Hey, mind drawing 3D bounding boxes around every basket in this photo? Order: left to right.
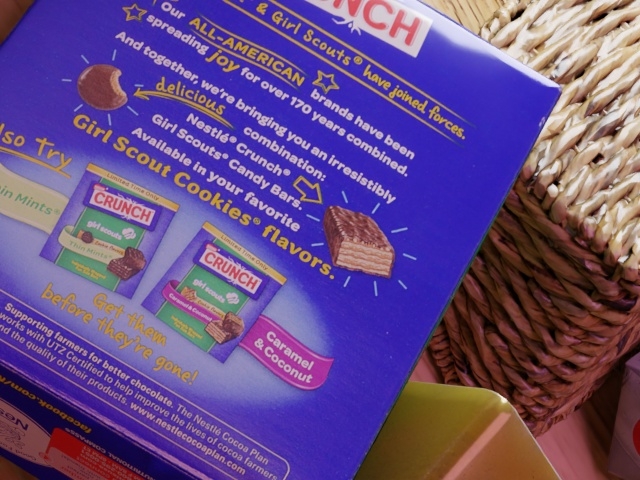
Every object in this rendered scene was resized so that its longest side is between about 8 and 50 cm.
[{"bbox_3d":[0.171,-0.039,1.327,0.213,0.223,0.299,44,49,14],"label":"basket"}]

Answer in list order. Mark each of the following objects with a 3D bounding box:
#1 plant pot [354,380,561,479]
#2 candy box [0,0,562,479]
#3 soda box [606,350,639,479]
[{"bbox_3d":[0.033,0.217,1.098,0.187,0.212,0.212,-42,110,-23],"label":"plant pot"},{"bbox_3d":[-0.057,-0.014,1.037,0.268,0.122,0.317,31,59,1],"label":"candy box"},{"bbox_3d":[0.321,0.084,1.406,0.286,0.091,0.098,-31,135,-43],"label":"soda box"}]
